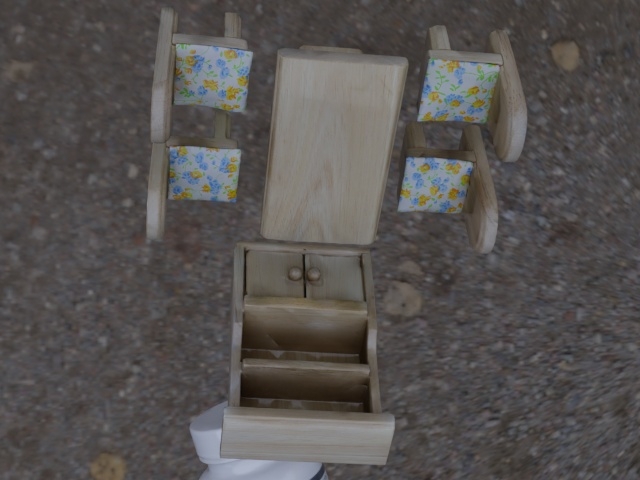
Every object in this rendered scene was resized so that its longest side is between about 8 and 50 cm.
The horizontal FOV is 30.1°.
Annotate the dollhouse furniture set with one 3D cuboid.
[{"bbox_3d":[0.000,0.000,0.733,0.212,0.242,0.161,3,43,-6],"label":"dollhouse furniture set"}]

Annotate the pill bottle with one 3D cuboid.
[{"bbox_3d":[-0.041,0.221,0.974,0.108,0.108,0.180,-16,99,19],"label":"pill bottle"}]
